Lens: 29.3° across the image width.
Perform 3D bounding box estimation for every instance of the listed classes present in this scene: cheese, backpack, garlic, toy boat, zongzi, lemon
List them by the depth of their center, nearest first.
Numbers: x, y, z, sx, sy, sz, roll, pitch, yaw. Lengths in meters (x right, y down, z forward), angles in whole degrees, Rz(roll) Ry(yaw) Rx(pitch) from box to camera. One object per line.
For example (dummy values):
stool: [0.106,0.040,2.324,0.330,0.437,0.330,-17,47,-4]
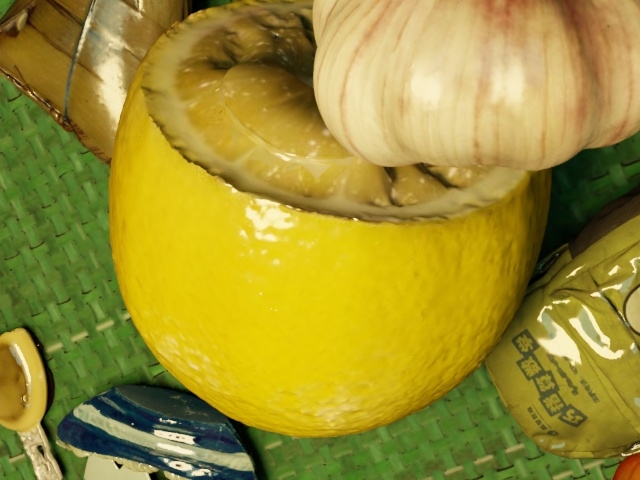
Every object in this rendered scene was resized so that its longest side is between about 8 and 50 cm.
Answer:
garlic: [0.104,-0.167,0.755,0.245,0.245,0.253,3,139,13]
lemon: [0.000,0.000,0.990,0.364,0.364,0.364,2,100,13]
backpack: [0.266,0.074,1.035,0.253,0.140,0.207,-34,91,23]
zongzi: [-0.129,-0.172,1.090,0.289,0.123,0.260,42,107,4]
toy boat: [-0.174,0.283,1.230,0.221,0.067,0.291,16,114,11]
cheese: [-0.302,0.173,1.239,0.086,0.036,0.162,-21,94,17]

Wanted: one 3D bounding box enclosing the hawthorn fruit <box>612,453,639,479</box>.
hawthorn fruit: [0.313,0.228,1.065,0.125,0.140,0.125,3,81,-19]
